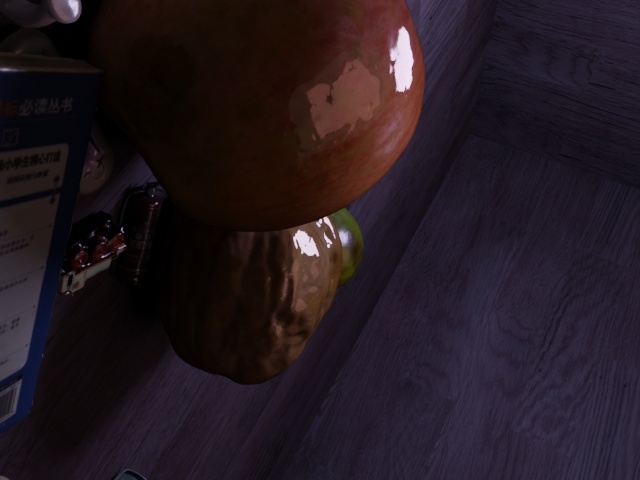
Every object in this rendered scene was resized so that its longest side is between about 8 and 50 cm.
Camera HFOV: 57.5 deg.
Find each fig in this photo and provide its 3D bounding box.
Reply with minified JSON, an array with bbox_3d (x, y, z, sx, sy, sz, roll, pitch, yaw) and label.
[{"bbox_3d":[0.008,0.006,1.366,0.230,0.207,0.207,-47,153,-45],"label":"fig"}]

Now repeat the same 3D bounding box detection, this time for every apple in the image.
[{"bbox_3d":[-0.072,-0.179,0.671,0.364,0.364,0.364,-54,158,-34],"label":"apple"}]

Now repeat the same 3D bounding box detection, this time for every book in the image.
[{"bbox_3d":[-0.336,0.052,0.493,0.300,0.039,0.428,-33,147,-65],"label":"book"}]

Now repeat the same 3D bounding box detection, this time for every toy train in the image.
[{"bbox_3d":[-0.330,0.045,0.696,0.250,0.053,0.085,-43,159,-52],"label":"toy train"}]

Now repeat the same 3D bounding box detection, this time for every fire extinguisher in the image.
[{"bbox_3d":[-0.259,-0.015,0.837,0.064,0.043,0.158,8,108,-28],"label":"fire extinguisher"}]

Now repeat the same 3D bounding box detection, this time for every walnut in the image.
[{"bbox_3d":[-0.112,0.046,0.937,0.306,0.306,0.344,-43,152,-52],"label":"walnut"}]

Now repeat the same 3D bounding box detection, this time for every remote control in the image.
[{"bbox_3d":[-0.283,-0.129,0.628,0.078,0.042,0.221,-57,160,-26],"label":"remote control"}]

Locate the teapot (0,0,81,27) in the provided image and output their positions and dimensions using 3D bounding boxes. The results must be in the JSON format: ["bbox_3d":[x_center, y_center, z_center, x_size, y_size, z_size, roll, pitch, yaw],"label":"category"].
[{"bbox_3d":[-0.242,-0.293,0.383,0.208,0.166,0.299,-66,156,-43],"label":"teapot"}]

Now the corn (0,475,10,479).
[{"bbox_3d":[-0.470,0.452,0.644,0.387,0.144,0.144,-57,160,-30],"label":"corn"}]

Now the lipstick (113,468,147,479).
[{"bbox_3d":[-0.368,0.551,1.149,0.077,0.079,0.253,-46,154,-48],"label":"lipstick"}]
